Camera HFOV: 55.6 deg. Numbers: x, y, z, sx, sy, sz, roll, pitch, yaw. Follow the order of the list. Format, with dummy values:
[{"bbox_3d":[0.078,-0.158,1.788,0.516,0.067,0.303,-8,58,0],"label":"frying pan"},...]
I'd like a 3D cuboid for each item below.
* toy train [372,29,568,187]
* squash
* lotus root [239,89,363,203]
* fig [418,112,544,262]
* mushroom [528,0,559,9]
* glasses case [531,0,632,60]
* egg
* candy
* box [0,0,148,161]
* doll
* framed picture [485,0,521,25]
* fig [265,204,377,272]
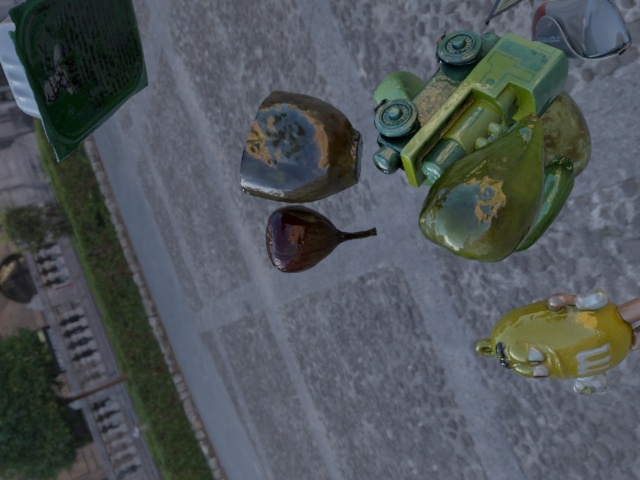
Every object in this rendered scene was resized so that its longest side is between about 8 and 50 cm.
[{"bbox_3d":[0.269,-0.242,1.161,0.237,0.369,0.150,35,168,31],"label":"toy train"},{"bbox_3d":[0.434,-0.066,1.206,0.077,0.068,0.219,37,101,41],"label":"squash"},{"bbox_3d":[-0.029,-0.216,1.427,0.260,0.267,0.149,16,161,14],"label":"lotus root"},{"bbox_3d":[0.265,-0.063,0.935,0.167,0.233,0.167,53,175,7],"label":"fig"},{"bbox_3d":[0.729,-0.674,1.627,0.208,0.301,0.233,53,-158,-18],"label":"mushroom"},{"bbox_3d":[0.509,-0.439,1.259,0.308,0.083,0.128,-118,3,-71],"label":"glasses case"},{"bbox_3d":[0.468,-0.238,1.361,0.289,0.238,0.238,30,155,-9],"label":"egg"},{"bbox_3d":[0.239,-0.277,1.479,0.132,0.142,0.343,-43,42,28],"label":"candy"},{"bbox_3d":[-0.454,-0.341,1.099,0.106,0.337,0.264,9,131,15],"label":"box"},{"bbox_3d":[0.593,0.208,1.302,0.423,0.348,0.161,-47,21,38],"label":"doll"},{"bbox_3d":[0.335,-0.445,0.943,0.199,0.010,0.195,-63,8,7],"label":"framed picture"},{"bbox_3d":[-0.013,-0.031,1.597,0.191,0.290,0.190,64,180,0],"label":"fig"}]
